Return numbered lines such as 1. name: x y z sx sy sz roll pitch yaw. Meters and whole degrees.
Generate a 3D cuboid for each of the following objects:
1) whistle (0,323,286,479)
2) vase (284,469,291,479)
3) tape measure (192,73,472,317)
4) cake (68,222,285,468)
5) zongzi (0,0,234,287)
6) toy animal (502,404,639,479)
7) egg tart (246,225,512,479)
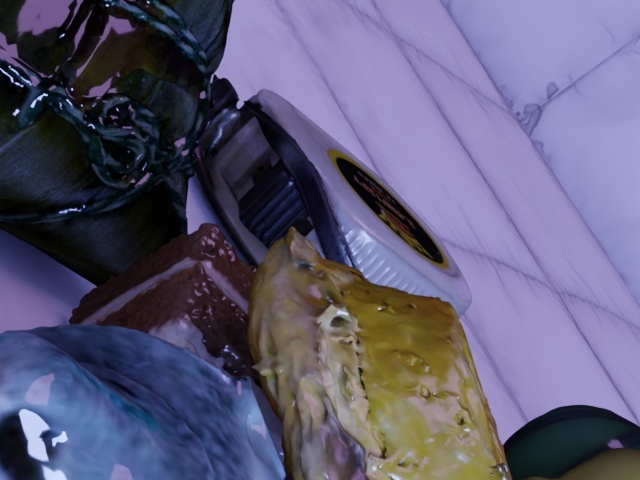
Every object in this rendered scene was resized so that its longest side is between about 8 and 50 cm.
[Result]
1. whistle: -0.063 0.197 0.820 0.405 0.188 0.168 41 20 -35
2. vase: 0.024 0.212 1.182 0.183 0.120 0.120 32 20 -7
3. tape measure: 0.000 0.000 1.497 0.271 0.133 0.231 40 13 -30
4. cake: -0.088 0.092 1.082 0.135 0.134 0.147 48 28 -22
5. zongzi: -0.220 -0.172 1.189 0.319 0.362 0.383 44 61 -47
6. toy animal: 0.252 0.270 1.491 0.216 0.191 0.338 47 17 -15
7. egg tart: 0.049 0.123 0.969 0.295 0.116 0.295 -20 90 -82
